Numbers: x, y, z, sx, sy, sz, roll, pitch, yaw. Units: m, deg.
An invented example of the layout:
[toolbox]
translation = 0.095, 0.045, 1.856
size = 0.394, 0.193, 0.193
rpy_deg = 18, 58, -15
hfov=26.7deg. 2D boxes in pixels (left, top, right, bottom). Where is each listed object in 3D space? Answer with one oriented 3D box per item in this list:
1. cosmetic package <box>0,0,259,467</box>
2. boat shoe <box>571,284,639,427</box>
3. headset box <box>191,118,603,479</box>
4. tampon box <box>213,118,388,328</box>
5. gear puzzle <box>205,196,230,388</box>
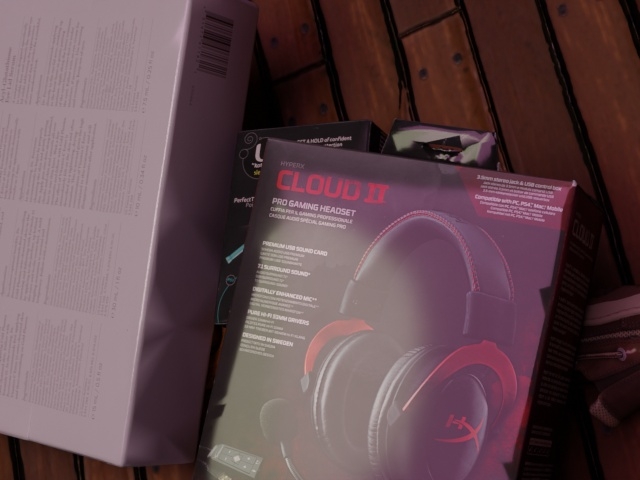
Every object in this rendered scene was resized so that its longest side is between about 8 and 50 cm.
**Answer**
[cosmetic package]
translation = -0.210, -0.024, 1.131
size = 0.284, 0.097, 0.377
rpy_deg = 8, 89, 34
[boat shoe]
translation = 0.214, 0.084, 0.932
size = 0.257, 0.095, 0.095
rpy_deg = 1, 74, 41
[headset box]
translation = 0.055, 0.066, 0.900
size = 0.218, 0.110, 0.293
rpy_deg = 11, 84, 22
[tampon box]
translation = 0.000, 0.000, 1.063
size = 0.120, 0.101, 0.161
rpy_deg = -2, 72, 26
[gear puzzle]
translation = -0.120, -0.031, 1.164
size = 0.175, 0.044, 0.338
rpy_deg = -39, 59, 30
